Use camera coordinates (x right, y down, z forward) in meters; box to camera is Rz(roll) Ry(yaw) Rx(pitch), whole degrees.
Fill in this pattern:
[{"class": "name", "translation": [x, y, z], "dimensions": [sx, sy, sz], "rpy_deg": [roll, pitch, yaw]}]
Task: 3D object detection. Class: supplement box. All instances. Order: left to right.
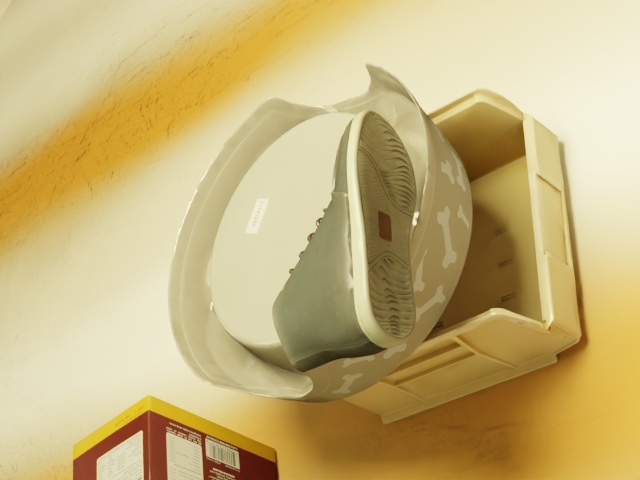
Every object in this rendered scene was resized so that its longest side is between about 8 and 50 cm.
[{"class": "supplement box", "translation": [-0.150, 0.303, 1.287], "dimensions": [0.129, 0.191, 0.194], "rpy_deg": [-35, 43, 29]}]

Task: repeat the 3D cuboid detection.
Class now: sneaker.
[{"class": "sneaker", "translation": [0.013, -0.002, 1.031], "dimensions": [0.118, 0.083, 0.222], "rpy_deg": [-23, 52, 38]}]

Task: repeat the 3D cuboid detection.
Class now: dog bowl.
[{"class": "dog bowl", "translation": [0.000, 0.000, 1.194], "dimensions": [0.348, 0.102, 0.349], "rpy_deg": [-27, 48, 34]}]

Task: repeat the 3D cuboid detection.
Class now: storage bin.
[{"class": "storage bin", "translation": [0.116, 0.019, 1.233], "dimensions": [0.260, 0.123, 0.262], "rpy_deg": [-27, 48, 36]}]
